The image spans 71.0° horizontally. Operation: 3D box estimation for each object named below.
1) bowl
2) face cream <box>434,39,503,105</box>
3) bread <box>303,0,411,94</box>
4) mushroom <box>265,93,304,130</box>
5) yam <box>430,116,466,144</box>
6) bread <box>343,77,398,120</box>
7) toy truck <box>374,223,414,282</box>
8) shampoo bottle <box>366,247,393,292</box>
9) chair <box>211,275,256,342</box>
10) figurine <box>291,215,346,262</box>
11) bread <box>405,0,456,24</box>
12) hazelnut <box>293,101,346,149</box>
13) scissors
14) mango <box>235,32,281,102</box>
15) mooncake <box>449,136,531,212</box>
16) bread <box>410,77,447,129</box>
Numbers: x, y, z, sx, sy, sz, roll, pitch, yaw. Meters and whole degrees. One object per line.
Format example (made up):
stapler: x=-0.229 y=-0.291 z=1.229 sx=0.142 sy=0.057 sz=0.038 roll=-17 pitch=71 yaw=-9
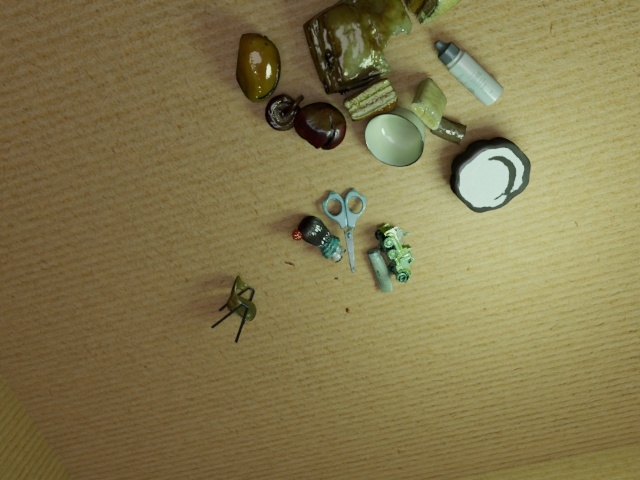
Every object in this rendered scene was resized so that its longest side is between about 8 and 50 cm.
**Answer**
bowl: x=0.301 y=-0.414 z=1.723 sx=0.237 sy=0.126 sz=0.238 roll=22 pitch=145 yaw=16
face cream: x=0.544 y=-0.635 z=1.673 sx=0.311 sy=0.092 sz=0.092 roll=36 pitch=109 yaw=-15
bread: x=0.143 y=-0.711 z=1.593 sx=0.369 sy=0.192 sz=0.314 roll=-20 pitch=111 yaw=7
mushroom: x=-0.134 y=-0.506 z=1.740 sx=0.170 sy=0.080 sz=0.135 roll=-32 pitch=121 yaw=12
yam: x=0.501 y=-0.437 z=1.767 sx=0.127 sy=0.084 sz=0.084 roll=21 pitch=112 yaw=-4
bread: x=0.183 y=-0.510 z=1.649 sx=0.184 sy=0.234 sz=0.111 roll=-25 pitch=105 yaw=12
toy truck: x=0.341 y=0.052 z=1.952 sx=0.135 sy=0.128 sz=0.260 roll=-23 pitch=111 yaw=-5
shampoo bottle: x=0.268 y=0.136 z=2.020 sx=0.072 sy=0.049 sz=0.213 roll=-8 pitch=116 yaw=39
chair: x=-0.372 y=0.301 z=2.039 sx=0.172 sy=0.159 sz=0.247 roll=34 pitch=110 yaw=-11
figurine: x=0.000 y=0.000 z=1.929 sx=0.245 sy=0.138 sz=0.110 roll=41 pitch=152 yaw=-20
bread: x=0.409 y=-0.842 z=1.437 sx=0.236 sy=0.375 sz=0.165 roll=-38 pitch=100 yaw=11
hazelnut: x=-0.005 y=-0.441 z=1.725 sx=0.203 sy=0.178 sz=0.178 roll=3 pitch=114 yaw=-23
scissors: x=0.117 y=-0.038 z=1.916 sx=0.191 sy=0.029 sz=0.361 roll=-8 pitch=98 yaw=2
mango: x=-0.230 y=-0.633 z=1.658 sx=0.166 sy=0.136 sz=0.236 roll=10 pitch=118 yaw=-7
mooncake: x=0.668 y=-0.265 z=1.796 sx=0.305 sy=0.154 sz=0.307 roll=1 pitch=113 yaw=1
bread: x=0.412 y=-0.515 z=1.681 sx=0.139 sy=0.178 sz=0.060 roll=39 pitch=140 yaw=-18
